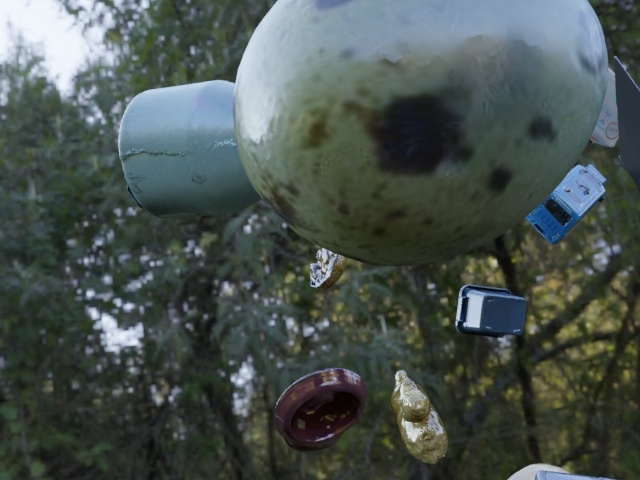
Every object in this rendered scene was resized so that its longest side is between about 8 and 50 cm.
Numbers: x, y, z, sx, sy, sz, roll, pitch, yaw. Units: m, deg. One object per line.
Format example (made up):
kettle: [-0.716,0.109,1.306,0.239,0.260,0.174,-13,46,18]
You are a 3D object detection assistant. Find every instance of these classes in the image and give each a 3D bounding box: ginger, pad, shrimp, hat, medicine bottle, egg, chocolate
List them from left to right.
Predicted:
medicine bottle: [-0.172,-0.166,1.884,0.290,0.245,0.245,-3,-17,28]
chocolate: [-0.021,0.417,2.370,0.133,0.127,0.124,-46,-48,-15]
hat: [-0.004,0.326,2.152,0.205,0.089,0.205,-12,-48,-13]
shrimp: [0.000,-0.009,2.093,0.066,0.262,0.117,37,-67,-27]
ginger: [0.148,0.274,1.679,0.065,0.118,0.299,-13,2,-2]
egg: [0.115,-0.156,1.143,0.428,0.345,0.345,-21,-20,-14]
pad: [0.596,-0.129,1.874,0.007,0.367,0.248,-17,-46,0]

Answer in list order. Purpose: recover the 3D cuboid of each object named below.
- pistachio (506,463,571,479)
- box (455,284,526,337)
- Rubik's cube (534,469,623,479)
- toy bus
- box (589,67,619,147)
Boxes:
pistachio: [0.434,0.593,2.098,0.230,0.309,0.230,24,-30,15]
box: [0.254,0.106,1.559,0.099,0.074,0.054,8,-3,-28]
Rubik's cube: [0.455,0.551,1.549,0.303,0.301,0.305,7,20,-3]
toy bus: [0.595,-0.092,2.561,0.134,0.113,0.246,-49,-10,37]
box: [0.587,-0.331,2.361,0.269,0.079,0.135,34,-88,-27]
